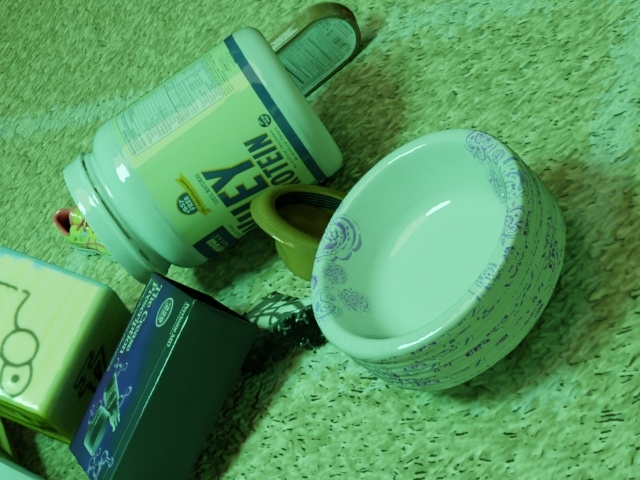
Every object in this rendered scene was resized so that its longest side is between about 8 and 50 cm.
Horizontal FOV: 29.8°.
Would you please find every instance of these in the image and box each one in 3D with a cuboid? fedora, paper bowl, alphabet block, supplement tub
[{"bbox_3d":[0.000,0.000,1.516,0.194,0.194,0.079,-123,40,-52],"label":"fedora"},{"bbox_3d":[0.138,0.031,1.322,0.284,0.148,0.284,-27,44,29],"label":"paper bowl"},{"bbox_3d":[-0.388,0.153,1.682,0.192,0.193,0.197,19,70,17],"label":"alphabet block"},{"bbox_3d":[-0.159,-0.110,1.639,0.325,0.235,0.235,-34,38,3],"label":"supplement tub"}]

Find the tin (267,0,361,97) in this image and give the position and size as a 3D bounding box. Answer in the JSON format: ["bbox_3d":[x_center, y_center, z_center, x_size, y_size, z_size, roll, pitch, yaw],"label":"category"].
[{"bbox_3d":[-0.025,-0.275,1.786,0.189,0.106,0.040,-38,39,18],"label":"tin"}]

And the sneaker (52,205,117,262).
[{"bbox_3d":[-0.358,-0.020,1.931,0.208,0.094,0.081,-5,55,43],"label":"sneaker"}]

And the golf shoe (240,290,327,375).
[{"bbox_3d":[-0.040,0.093,1.518,0.198,0.077,0.094,-25,43,29],"label":"golf shoe"}]

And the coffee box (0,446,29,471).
[{"bbox_3d":[-0.634,0.342,1.576,0.337,0.338,0.334,18,72,51],"label":"coffee box"}]

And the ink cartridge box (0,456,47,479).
[{"bbox_3d":[-0.449,0.400,1.427,0.091,0.385,0.308,8,66,57],"label":"ink cartridge box"}]

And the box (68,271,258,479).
[{"bbox_3d":[-0.203,0.190,1.527,0.184,0.103,0.261,22,86,61],"label":"box"}]

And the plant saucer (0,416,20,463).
[{"bbox_3d":[-0.545,0.413,1.773,0.333,0.081,0.333,-48,36,5],"label":"plant saucer"}]
